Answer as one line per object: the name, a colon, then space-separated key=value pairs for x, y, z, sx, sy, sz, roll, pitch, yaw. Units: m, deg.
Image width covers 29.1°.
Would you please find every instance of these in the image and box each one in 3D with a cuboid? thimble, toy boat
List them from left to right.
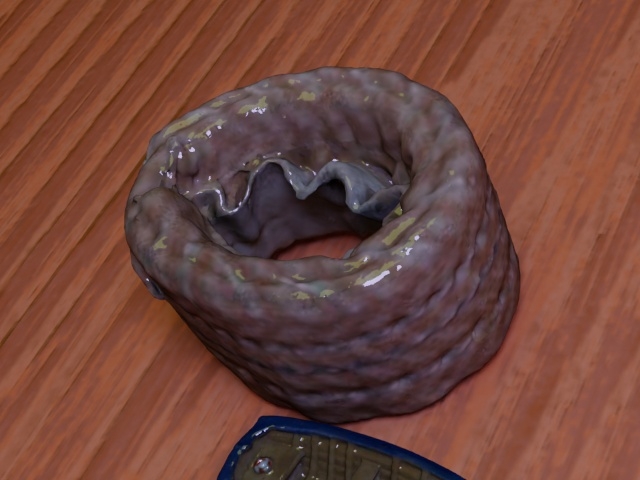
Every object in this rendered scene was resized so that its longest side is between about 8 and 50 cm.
thimble: x=0.003 y=0.004 z=0.771 sx=0.229 sy=0.148 sz=0.196 roll=-6 pitch=48 yaw=21
toy boat: x=0.044 y=0.157 z=0.673 sx=0.229 sy=0.046 sz=0.080 roll=15 pitch=55 yaw=33
